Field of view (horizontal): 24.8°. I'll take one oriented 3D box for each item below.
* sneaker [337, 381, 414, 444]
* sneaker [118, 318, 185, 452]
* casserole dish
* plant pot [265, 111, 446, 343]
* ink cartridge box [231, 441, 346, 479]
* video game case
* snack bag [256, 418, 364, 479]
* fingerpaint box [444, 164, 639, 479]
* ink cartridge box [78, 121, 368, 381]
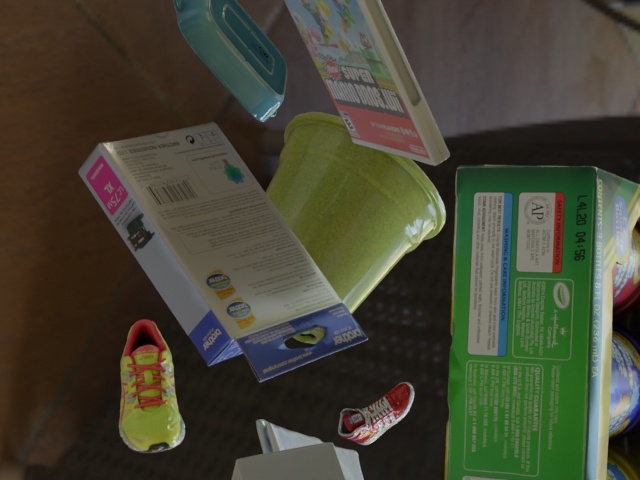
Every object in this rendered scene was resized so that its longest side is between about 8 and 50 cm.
[{"bbox_3d":[0.074,0.237,2.016,0.067,0.042,0.118,20,119,-47],"label":"sneaker"},{"bbox_3d":[-0.220,0.181,1.839,0.082,0.208,0.094,-7,128,-10],"label":"sneaker"},{"bbox_3d":[-0.093,-0.217,1.630,0.188,0.037,0.114,48,29,-31],"label":"casserole dish"},{"bbox_3d":[0.000,0.000,2.112,0.254,0.276,0.276,-55,131,-22],"label":"plant pot"},{"bbox_3d":[-0.040,0.352,1.772,0.127,0.128,0.176,-9,143,-19],"label":"ink cartridge box"},{"bbox_3d":[0.033,-0.222,1.647,0.025,0.204,0.285,-34,114,-17],"label":"video game case"},{"bbox_3d":[0.031,0.433,2.132,0.342,0.037,0.323,33,35,-60],"label":"snack bag"},{"bbox_3d":[0.283,0.155,1.626,0.371,0.163,0.444,11,82,-63],"label":"fingerpaint box"},{"bbox_3d":[-0.103,0.016,1.557,0.186,0.065,0.311,-16,63,-50],"label":"ink cartridge box"}]
